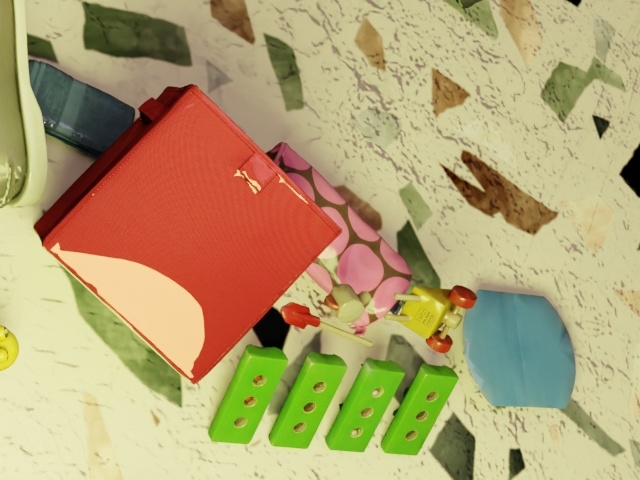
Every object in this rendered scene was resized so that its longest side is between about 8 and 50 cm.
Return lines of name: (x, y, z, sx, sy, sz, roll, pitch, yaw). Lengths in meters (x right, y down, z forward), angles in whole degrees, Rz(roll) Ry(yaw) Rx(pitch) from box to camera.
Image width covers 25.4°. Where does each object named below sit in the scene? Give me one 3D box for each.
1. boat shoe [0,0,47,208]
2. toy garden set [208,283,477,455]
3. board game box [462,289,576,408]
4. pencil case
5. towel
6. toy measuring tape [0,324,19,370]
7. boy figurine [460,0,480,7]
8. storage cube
boat shoe: (-0.328, -0.178, 1.311, 0.091, 0.109, 0.305, -8, 85, -38)
toy garden set: (0.028, 0.117, 1.424, 0.244, 0.203, 0.049, 9, 30, -30)
board game box: (0.216, 0.127, 1.606, 0.169, 0.033, 0.133, 7, 68, -35)
pencil case: (0.000, 0.000, 1.476, 0.209, 0.095, 0.098, 44, 73, -11)
towel: (-0.243, -0.126, 1.396, 0.119, 0.029, 0.067, 25, 65, -23)
toy measuring tape: (-0.407, 0.089, 1.185, 0.330, 0.121, 0.121, 2, 75, -31)
boy figurine: (0.110, -0.400, 1.652, 0.285, 0.092, 0.177, 40, 60, -15)
storage cube: (-0.127, -0.009, 1.306, 0.193, 0.184, 0.215, -46, 104, -6)
